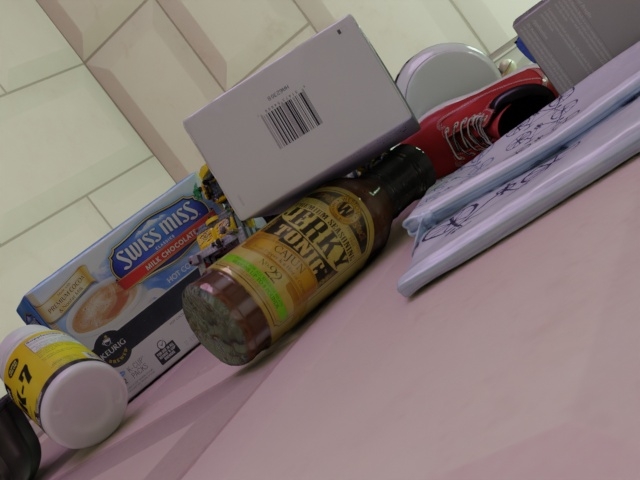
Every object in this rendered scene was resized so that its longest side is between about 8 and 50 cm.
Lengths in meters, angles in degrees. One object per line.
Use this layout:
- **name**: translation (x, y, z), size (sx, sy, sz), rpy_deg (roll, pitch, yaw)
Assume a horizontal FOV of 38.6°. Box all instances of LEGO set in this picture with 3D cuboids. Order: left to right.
- **LEGO set**: translation (-0.073, -0.072, 1.323), size (0.331, 0.255, 0.192), rpy_deg (-20, -14, 31)

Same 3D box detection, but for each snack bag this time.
- **snack bag**: translation (0.209, -0.085, 0.844), size (0.323, 0.037, 0.342), rpy_deg (-34, 7, 23)

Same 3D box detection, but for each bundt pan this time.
- **bundt pan**: translation (-0.535, 0.363, 1.297), size (0.331, 0.124, 0.331), rpy_deg (-37, 5, 4)

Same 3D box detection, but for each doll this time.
- **doll**: translation (0.341, -0.333, 1.984), size (0.189, 0.046, 0.129), rpy_deg (-35, 7, 22)

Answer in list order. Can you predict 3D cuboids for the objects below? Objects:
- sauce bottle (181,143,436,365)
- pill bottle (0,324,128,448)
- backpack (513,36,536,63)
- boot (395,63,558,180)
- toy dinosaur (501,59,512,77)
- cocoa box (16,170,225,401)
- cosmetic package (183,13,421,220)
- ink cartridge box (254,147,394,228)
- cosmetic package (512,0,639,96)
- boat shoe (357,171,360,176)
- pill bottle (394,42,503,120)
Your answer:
- **sauce bottle**: translation (0.000, 0.000, 1.036), size (0.344, 0.111, 0.111), rpy_deg (-40, 7, -31)
- **pill bottle**: translation (-0.361, 0.192, 1.249), size (0.119, 0.119, 0.208), rpy_deg (-39, 34, -24)
- **backpack**: translation (0.418, -0.389, 1.705), size (0.101, 0.098, 0.120), rpy_deg (-38, 5, 28)
- **boot**: translation (0.182, -0.131, 1.142), size (0.244, 0.088, 0.176), rpy_deg (-31, 9, 23)
- **toy dinosaur**: translation (0.319, -0.286, 1.804), size (0.183, 0.053, 0.092), rpy_deg (-43, 19, 21)
- **cocoa box**: translation (-0.293, 0.087, 1.520), size (0.347, 0.228, 0.231), rpy_deg (-39, 6, -23)
- **cosmetic package**: translation (-0.011, -0.138, 1.099), size (0.224, 0.138, 0.225), rpy_deg (-31, 0, 10)
- **ink cartridge box**: translation (-0.016, -0.078, 1.676), size (0.226, 0.131, 0.306), rpy_deg (-32, 9, 42)
- **cosmetic package**: translation (0.340, -0.258, 0.992), size (0.238, 0.127, 0.107), rpy_deg (-33, 7, 18)
- **boat shoe**: translation (0.085, -0.125, 1.581), size (0.059, 0.063, 0.170), rpy_deg (-46, 26, 22)
- **pill bottle**: translation (0.189, -0.214, 1.369), size (0.162, 0.162, 0.278), rpy_deg (-36, 6, 9)
